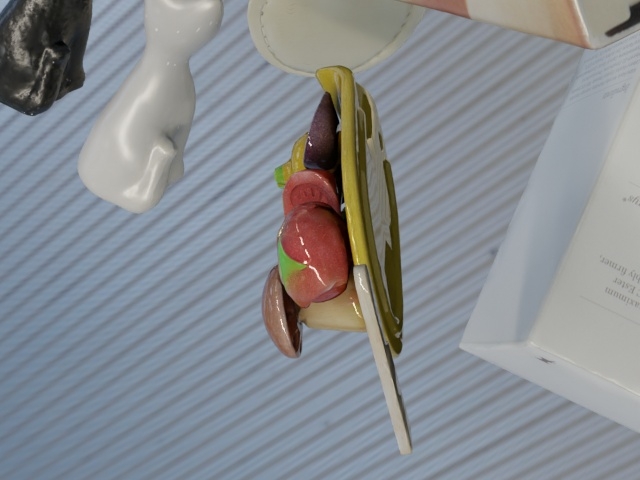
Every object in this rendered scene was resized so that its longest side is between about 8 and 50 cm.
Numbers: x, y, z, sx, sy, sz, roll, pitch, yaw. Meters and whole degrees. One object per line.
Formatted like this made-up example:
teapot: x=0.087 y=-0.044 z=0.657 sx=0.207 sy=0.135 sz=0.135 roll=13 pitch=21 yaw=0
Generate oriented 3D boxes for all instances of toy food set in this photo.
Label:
toy food set: x=0.000 y=0.000 z=0.865 sx=0.071 sy=0.218 sz=0.128 roll=-10 pitch=131 yaw=9

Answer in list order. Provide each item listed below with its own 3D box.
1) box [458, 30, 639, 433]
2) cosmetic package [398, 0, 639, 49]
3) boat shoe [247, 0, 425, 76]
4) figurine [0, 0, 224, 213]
box: x=0.274 y=-0.039 z=1.114 sx=0.215 sy=0.168 sz=0.345 roll=26 pitch=81 yaw=-8
cosmetic package: x=0.066 y=-0.187 z=0.696 sx=0.296 sy=0.153 sz=0.129 roll=31 pitch=147 yaw=58
boat shoe: x=0.012 y=-0.212 z=1.022 sx=0.117 sy=0.324 sz=0.096 roll=-1 pitch=67 yaw=-4
figurine: x=-0.163 y=-0.162 z=1.250 sx=0.215 sy=0.092 sz=0.209 roll=42 pitch=132 yaw=24
